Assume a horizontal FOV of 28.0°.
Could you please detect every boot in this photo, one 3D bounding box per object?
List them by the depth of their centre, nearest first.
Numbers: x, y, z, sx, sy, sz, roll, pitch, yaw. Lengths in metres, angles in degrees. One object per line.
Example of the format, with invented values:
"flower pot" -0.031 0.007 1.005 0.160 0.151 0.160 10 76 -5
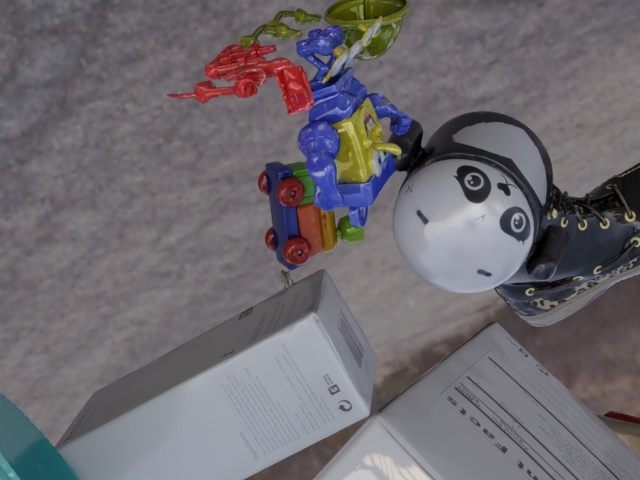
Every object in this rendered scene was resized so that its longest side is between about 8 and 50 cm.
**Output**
"boot" 0.367 -0.045 1.846 0.377 0.138 0.284 -37 138 21

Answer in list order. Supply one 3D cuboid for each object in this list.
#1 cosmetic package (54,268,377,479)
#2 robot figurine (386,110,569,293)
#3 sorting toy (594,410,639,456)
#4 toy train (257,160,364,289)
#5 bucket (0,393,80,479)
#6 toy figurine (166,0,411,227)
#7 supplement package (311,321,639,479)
"cosmetic package" -0.128 0.211 1.661 0.385 0.156 0.217 -27 -170 10
"robot figurine" 0.188 -0.053 1.543 0.209 0.174 0.278 2 -153 18
"sorting toy" 0.428 0.319 1.606 0.089 0.257 0.255 -30 -171 -17
"toy train" 0.000 0.000 1.885 0.143 0.248 0.105 -12 -164 -18
"bucket" -0.378 0.305 1.416 0.183 0.281 0.281 -39 171 -3
"toy figurine" 0.006 -0.122 1.386 0.191 0.217 0.362 -10 -161 19
"supplement package" 0.076 0.186 0.735 0.177 0.175 0.293 -49 170 17
